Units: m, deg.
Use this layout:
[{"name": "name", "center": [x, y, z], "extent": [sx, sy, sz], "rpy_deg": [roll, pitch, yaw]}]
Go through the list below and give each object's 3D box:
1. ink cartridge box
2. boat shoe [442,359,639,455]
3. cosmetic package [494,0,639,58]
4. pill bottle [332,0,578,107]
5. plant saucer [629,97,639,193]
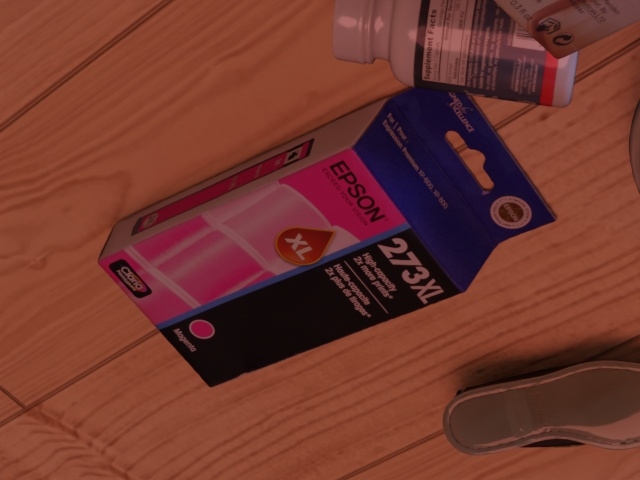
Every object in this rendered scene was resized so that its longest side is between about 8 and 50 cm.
[{"name": "ink cartridge box", "center": [0.000, 0.000, 1.402], "extent": [0.371, 0.069, 0.176], "rpy_deg": [-24, 119, 28]}, {"name": "boat shoe", "center": [0.227, 0.148, 1.460], "extent": [0.227, 0.068, 0.081], "rpy_deg": [-7, 92, 18]}, {"name": "cosmetic package", "center": [0.238, -0.260, 1.035], "extent": [0.296, 0.153, 0.129], "rpy_deg": [-24, 143, 30]}, {"name": "pill bottle", "center": [0.104, -0.163, 1.203], "extent": [0.180, 0.108, 0.108], "rpy_deg": [9, 131, 8]}, {"name": "plant saucer", "center": [0.418, -0.017, 1.170], "extent": [0.400, 0.100, 0.400], "rpy_deg": [14, 150, 8]}]
